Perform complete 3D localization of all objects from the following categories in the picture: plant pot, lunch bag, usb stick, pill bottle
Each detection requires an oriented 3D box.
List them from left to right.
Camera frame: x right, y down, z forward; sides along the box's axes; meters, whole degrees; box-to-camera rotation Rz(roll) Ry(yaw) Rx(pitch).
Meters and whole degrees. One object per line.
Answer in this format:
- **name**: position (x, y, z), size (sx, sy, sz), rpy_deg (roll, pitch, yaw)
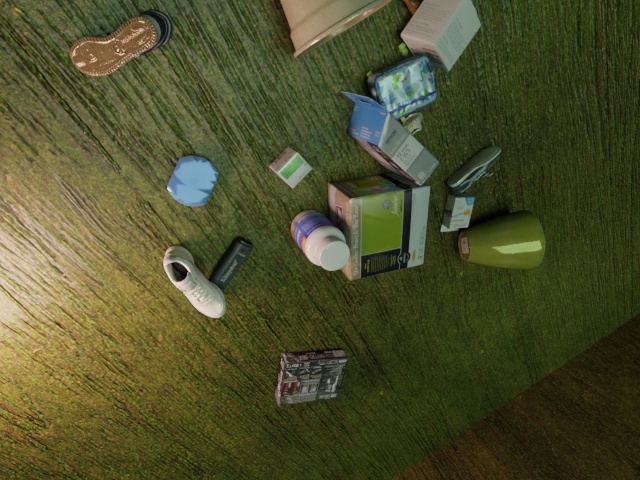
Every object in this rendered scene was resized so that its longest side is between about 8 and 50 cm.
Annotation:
- **usb stick**: position (-0.354, 0.113, 1.501), size (0.077, 0.045, 0.278), rpy_deg (32, 99, -30)
- **plant pot**: position (-0.001, -0.736, 1.111), size (0.334, 0.334, 0.305), rpy_deg (-32, 111, -5)
- **pill bottle**: position (0.000, 0.000, 1.458), size (0.153, 0.272, 0.152), rpy_deg (-9, 116, -18)
- **lunch bag**: position (0.285, -0.520, 1.385), size (0.219, 0.090, 0.176), rpy_deg (-24, 121, -4)
- **plant pot**: position (0.790, 0.012, 1.818), size (0.294, 0.274, 0.274), rpy_deg (-6, 117, -2)

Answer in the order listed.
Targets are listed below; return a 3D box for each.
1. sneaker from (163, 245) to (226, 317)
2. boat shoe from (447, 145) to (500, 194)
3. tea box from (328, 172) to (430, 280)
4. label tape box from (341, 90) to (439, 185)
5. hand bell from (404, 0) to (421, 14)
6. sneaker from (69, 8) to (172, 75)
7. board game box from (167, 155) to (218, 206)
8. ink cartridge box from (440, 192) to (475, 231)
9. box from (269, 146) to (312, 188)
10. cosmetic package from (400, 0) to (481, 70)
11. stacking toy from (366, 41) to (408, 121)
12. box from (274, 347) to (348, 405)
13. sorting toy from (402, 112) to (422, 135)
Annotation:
- **sneaker**: position (-0.445, 0.165, 1.398), size (0.114, 0.152, 0.305), rpy_deg (-35, 108, 0)
- **boat shoe**: position (0.655, -0.291, 1.692), size (0.254, 0.095, 0.079), rpy_deg (-42, 120, 2)
- **tea box**: position (0.215, -0.063, 1.548), size (0.324, 0.220, 0.328), rpy_deg (-10, 117, -18)
- **label tape box**: position (0.210, -0.354, 1.390), size (0.348, 0.249, 0.115), rpy_deg (31, 99, -31)
- **hand bell**: position (0.271, -0.798, 1.307), size (0.242, 0.126, 0.126), rpy_deg (17, 106, -40)
- **sneaker**: position (-0.534, -0.543, 1.102), size (0.283, 0.153, 0.099), rpy_deg (-13, 125, 18)
- **board game box**: position (-0.424, -0.199, 1.335), size (0.133, 0.033, 0.168), rpy_deg (24, 98, -24)
- **ink cartridge box**: position (0.603, -0.113, 1.774), size (0.105, 0.061, 0.181), rpy_deg (-5, 116, -20)
- **box**: position (-0.104, -0.254, 1.397), size (0.101, 0.102, 0.087), rpy_deg (-46, 124, 2)
- **cosmetic package**: position (0.401, -0.702, 1.340), size (0.183, 0.151, 0.151), rpy_deg (-55, 142, 8)
- **stacking toy**: position (0.290, -0.564, 1.441), size (0.167, 0.052, 0.221), rpy_deg (-44, 121, 2)
- **box**: position (-0.041, 0.626, 1.852), size (0.308, 0.076, 0.242), rpy_deg (1, 113, -22)
- **sorting toy**: position (0.352, -0.436, 1.534), size (0.083, 0.045, 0.075), rpy_deg (-39, 129, -2)
